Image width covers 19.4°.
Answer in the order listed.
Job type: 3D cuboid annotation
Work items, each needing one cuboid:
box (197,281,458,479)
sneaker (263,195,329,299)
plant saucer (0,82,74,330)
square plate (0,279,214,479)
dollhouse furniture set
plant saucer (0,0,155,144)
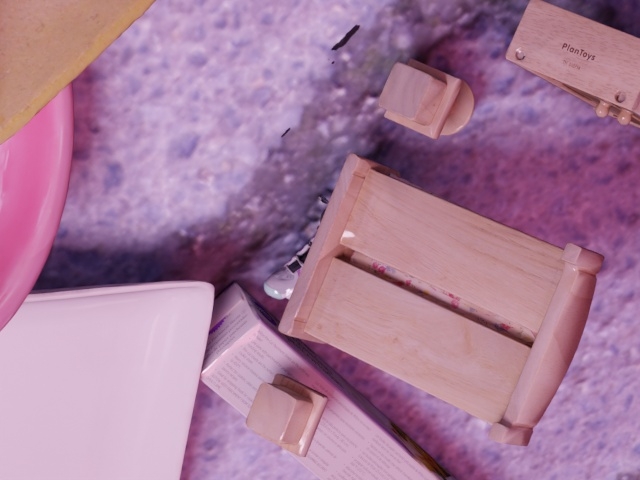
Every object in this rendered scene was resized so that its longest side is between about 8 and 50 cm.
[{"bbox_3d":[0.020,0.154,1.444,0.067,0.063,0.324,-44,125,5],"label":"box"},{"bbox_3d":[0.000,0.000,1.364,0.098,0.038,0.069,-21,123,-20],"label":"sneaker"},{"bbox_3d":[-0.281,-0.077,1.091,0.332,0.084,0.332,-1,91,-55],"label":"plant saucer"},{"bbox_3d":[-0.267,0.162,1.326,0.347,0.049,0.344,-2,126,-20],"label":"square plate"},{"bbox_3d":[0.166,0.038,1.295,0.174,0.303,0.356,16,98,-56],"label":"dollhouse furniture set"},{"bbox_3d":[-0.178,-0.277,1.046,0.333,0.081,0.333,-47,129,-24],"label":"plant saucer"}]
